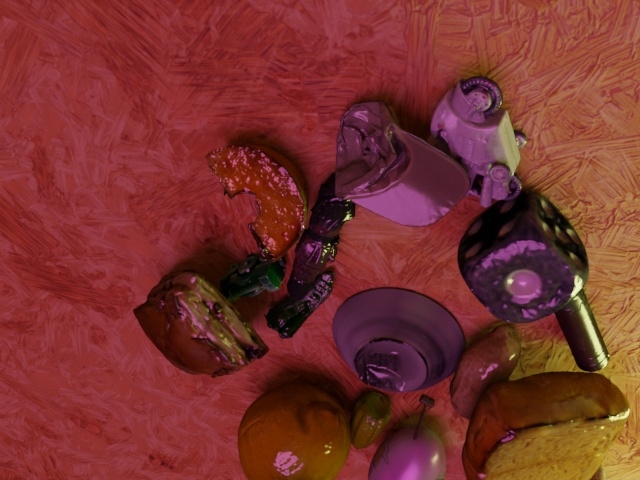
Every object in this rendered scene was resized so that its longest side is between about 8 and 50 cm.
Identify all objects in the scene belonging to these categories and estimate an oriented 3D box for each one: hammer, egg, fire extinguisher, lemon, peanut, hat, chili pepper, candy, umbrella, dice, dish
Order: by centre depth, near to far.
[{"bbox_3d":[0.147,-0.148,1.219,0.244,0.149,0.214,19,139,-19],"label":"hat"},{"bbox_3d":[0.378,0.031,1.225,0.181,0.183,0.182,44,124,-14],"label":"dice"},{"bbox_3d":[0.527,0.146,1.337,0.089,0.072,0.268,-31,114,-1],"label":"fire extinguisher"},{"bbox_3d":[0.000,0.000,1.376,0.094,0.090,0.326,23,126,3],"label":"umbrella"},{"bbox_3d":[0.368,0.296,1.462,0.122,0.137,0.253,45,141,39],"label":"peanut"},{"bbox_3d":[0.170,0.260,1.503,0.316,0.106,0.317,8,127,11],"label":"dish"},{"bbox_3d":[-0.039,0.137,1.514,0.088,0.059,0.227,43,123,-1],"label":"chili pepper"},{"bbox_3d":[0.249,0.439,1.609,0.035,0.110,0.019,28,150,-5],"label":"hammer"},{"bbox_3d":[-0.067,0.504,1.649,0.296,0.297,0.297,8,127,11],"label":"lemon"},{"bbox_3d":[0.221,0.590,1.672,0.196,0.196,0.271,8,124,11],"label":"egg"},{"bbox_3d":[0.119,0.479,1.692,0.096,0.097,0.210,19,134,4],"label":"candy"}]

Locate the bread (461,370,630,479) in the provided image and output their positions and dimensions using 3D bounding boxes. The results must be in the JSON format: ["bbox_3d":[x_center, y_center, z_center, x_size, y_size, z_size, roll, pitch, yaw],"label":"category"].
[{"bbox_3d":[0.466,0.426,1.420,0.336,0.148,0.328,-7,131,-10],"label":"bread"}]

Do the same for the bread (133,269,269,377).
[{"bbox_3d":[-0.287,0.206,1.494,0.277,0.167,0.324,49,159,-18],"label":"bread"}]

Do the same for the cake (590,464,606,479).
[{"bbox_3d":[0.556,0.676,1.607,0.308,0.237,0.230,-7,126,19],"label":"cake"}]

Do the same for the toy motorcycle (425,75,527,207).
[{"bbox_3d":[0.267,-0.176,1.169,0.170,0.110,0.260,5,136,36],"label":"toy motorcycle"}]

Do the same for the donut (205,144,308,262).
[{"bbox_3d":[-0.097,-0.095,1.311,0.152,0.101,0.259,-22,103,29],"label":"donut"}]

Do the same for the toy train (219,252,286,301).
[{"bbox_3d":[-0.156,0.087,1.482,0.178,0.105,0.071,-21,120,30],"label":"toy train"}]
